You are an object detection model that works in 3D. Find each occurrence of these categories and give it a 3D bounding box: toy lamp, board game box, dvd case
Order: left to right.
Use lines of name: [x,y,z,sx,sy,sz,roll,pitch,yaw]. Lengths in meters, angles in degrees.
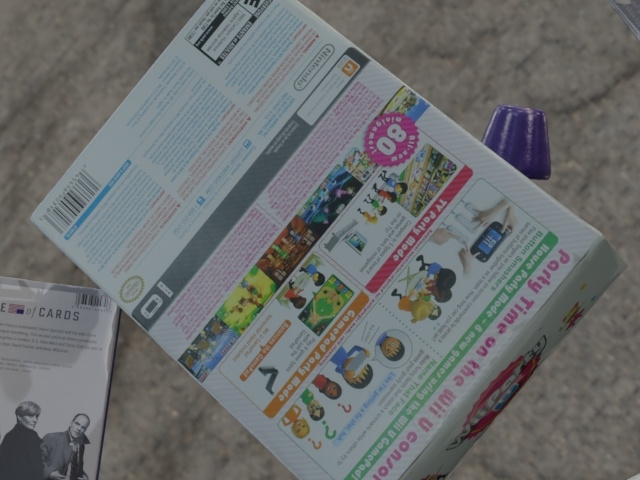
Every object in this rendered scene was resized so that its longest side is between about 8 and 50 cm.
dvd case: [-0.281,0.147,1.261,0.029,0.179,0.238,114,162,-62]
board game box: [0.000,0.000,0.884,0.303,0.097,0.224,42,94,24]
toy lamp: [0.176,0.005,1.371,0.080,0.080,0.274,-159,73,-63]

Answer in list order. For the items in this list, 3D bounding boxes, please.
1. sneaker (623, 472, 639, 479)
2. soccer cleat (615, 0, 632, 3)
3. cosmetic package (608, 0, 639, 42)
sneaker: [0.295,0.292,1.289,0.182,0.127,0.315,-35,10,1]
soccer cleat: [0.270,-0.219,0.883,0.248,0.095,0.083,-10,46,37]
cosmetic package: [0.326,-0.193,1.105,0.107,0.127,0.238,-42,-13,35]
